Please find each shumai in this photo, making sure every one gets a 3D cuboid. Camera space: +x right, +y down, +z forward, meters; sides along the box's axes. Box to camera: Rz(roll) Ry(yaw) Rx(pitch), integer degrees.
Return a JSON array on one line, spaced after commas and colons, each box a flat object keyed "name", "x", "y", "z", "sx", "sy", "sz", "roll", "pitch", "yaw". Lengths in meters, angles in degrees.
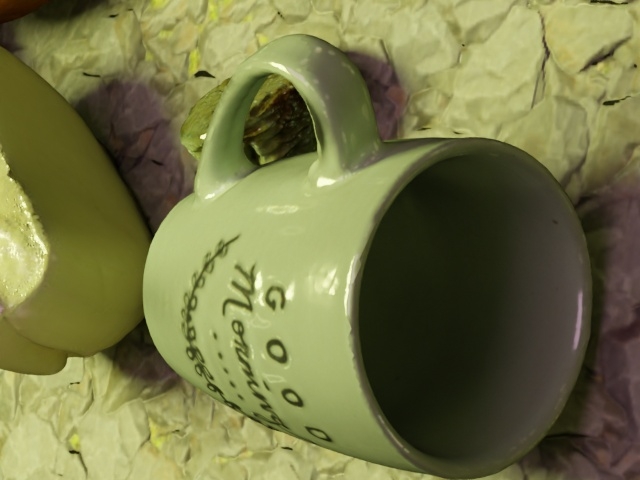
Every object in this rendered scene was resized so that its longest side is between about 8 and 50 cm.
[{"name": "shumai", "x": -0.025, "y": -0.070, "z": 1.200, "sx": 0.124, "sy": 0.087, "sz": 0.099, "roll": -39, "pitch": 20, "yaw": -24}]

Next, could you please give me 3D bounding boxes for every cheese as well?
[{"name": "cheese", "x": -0.232, "y": -0.028, "z": 1.275, "sx": 0.127, "sy": 0.233, "sz": 0.266, "roll": -40, "pitch": 59, "yaw": 15}]

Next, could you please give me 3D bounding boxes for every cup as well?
[{"name": "cup", "x": 0.000, "y": 0.000, "z": 1.060, "sx": 0.234, "sy": 0.186, "sz": 0.258, "roll": 5, "pitch": 125, "yaw": 48}]

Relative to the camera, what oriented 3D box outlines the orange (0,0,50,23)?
[{"name": "orange", "x": -0.253, "y": -0.260, "z": 1.364, "sx": 0.206, "sy": 0.206, "sz": 0.206, "roll": -10, "pitch": 74, "yaw": 40}]
